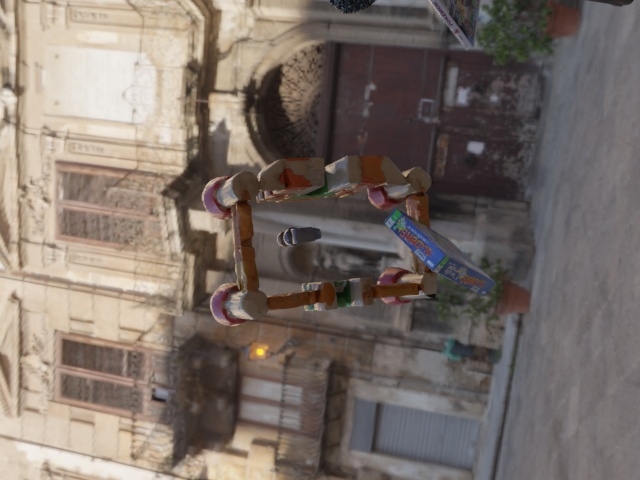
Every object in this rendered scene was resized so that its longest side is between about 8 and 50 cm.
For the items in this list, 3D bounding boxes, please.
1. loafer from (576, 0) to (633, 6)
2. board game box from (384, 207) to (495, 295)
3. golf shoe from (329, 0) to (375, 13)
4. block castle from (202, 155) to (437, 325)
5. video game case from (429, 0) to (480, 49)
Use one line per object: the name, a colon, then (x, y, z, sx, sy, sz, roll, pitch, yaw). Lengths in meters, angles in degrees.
loafer: (0.356, -0.378, 0.975, 0.080, 0.220, 0.078, -48, -42, 5)
board game box: (0.212, 0.023, 1.197, 0.035, 0.136, 0.201, -51, -40, 12)
golf shoe: (0.087, -0.439, 1.049, 0.198, 0.077, 0.094, -45, 24, 32)
block castle: (0.000, 0.000, 1.374, 0.212, 0.452, 0.303, 167, 97, -66)
video game case: (0.264, -0.511, 1.353, 0.183, 0.023, 0.202, 37, -125, -40)
